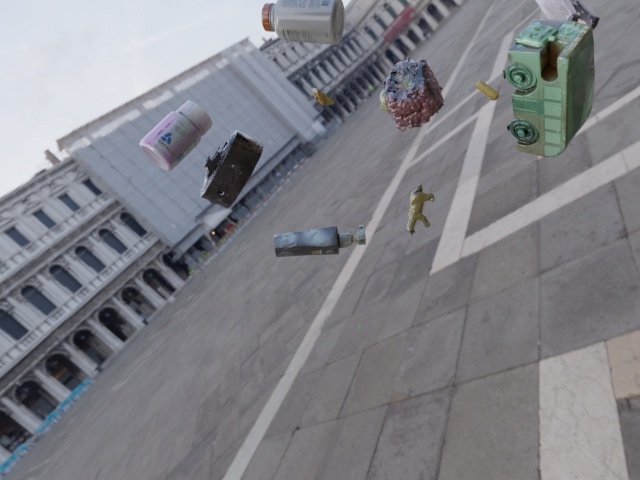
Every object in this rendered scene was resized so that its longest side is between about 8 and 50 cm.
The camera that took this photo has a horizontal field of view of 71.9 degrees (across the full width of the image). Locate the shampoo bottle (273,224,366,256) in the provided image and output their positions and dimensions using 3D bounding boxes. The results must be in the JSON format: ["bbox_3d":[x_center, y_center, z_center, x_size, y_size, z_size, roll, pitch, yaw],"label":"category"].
[{"bbox_3d":[0.000,0.000,1.002,0.208,0.063,0.057,-5,-15,1],"label":"shampoo bottle"}]

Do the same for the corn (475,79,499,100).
[{"bbox_3d":[0.493,-0.440,1.300,0.028,0.083,0.027,-50,-10,4],"label":"corn"}]

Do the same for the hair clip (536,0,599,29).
[{"bbox_3d":[0.655,-0.706,1.237,0.101,0.331,0.085,-9,-23,-10],"label":"hair clip"}]

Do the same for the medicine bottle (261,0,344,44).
[{"bbox_3d":[-0.066,-0.811,1.616,0.157,0.289,0.157,11,-90,-76],"label":"medicine bottle"}]

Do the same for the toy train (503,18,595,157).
[{"bbox_3d":[0.511,-0.324,0.986,0.159,0.326,0.129,29,70,41],"label":"toy train"}]

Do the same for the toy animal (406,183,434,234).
[{"bbox_3d":[0.434,-0.138,1.985,0.101,0.218,0.103,-7,21,-38],"label":"toy animal"}]

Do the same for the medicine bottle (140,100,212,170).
[{"bbox_3d":[-0.536,-0.395,1.658,0.254,0.152,0.152,-51,11,-19],"label":"medicine bottle"}]

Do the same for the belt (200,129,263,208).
[{"bbox_3d":[-0.341,-0.265,1.626,0.289,0.164,0.184,-54,25,20],"label":"belt"}]

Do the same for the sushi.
[{"bbox_3d":[0.340,-0.565,1.708,0.236,0.171,0.270,-16,50,27],"label":"sushi"}]

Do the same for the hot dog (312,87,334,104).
[{"bbox_3d":[0.007,-0.477,1.483,0.030,0.090,0.034,34,100,51],"label":"hot dog"}]
